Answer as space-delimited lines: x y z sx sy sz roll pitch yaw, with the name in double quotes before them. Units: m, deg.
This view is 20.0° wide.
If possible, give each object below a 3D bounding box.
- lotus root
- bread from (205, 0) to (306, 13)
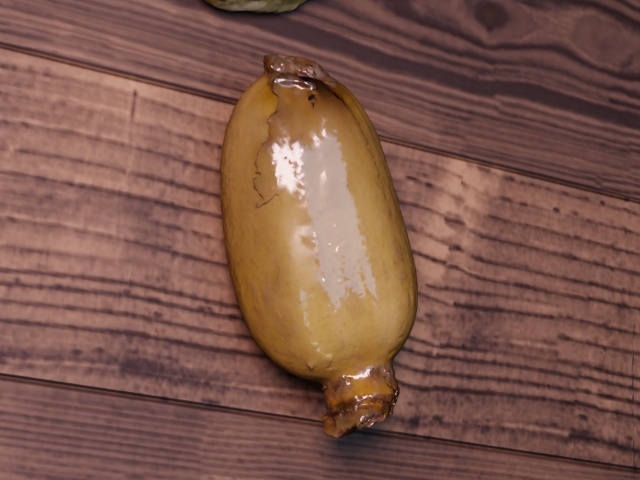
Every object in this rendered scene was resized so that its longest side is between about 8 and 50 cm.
"lotus root" -0.003 0.001 1.442 0.146 0.131 0.303 -13 92 -8
"bread" -0.032 -0.383 1.384 0.239 0.264 0.395 -38 104 -32
